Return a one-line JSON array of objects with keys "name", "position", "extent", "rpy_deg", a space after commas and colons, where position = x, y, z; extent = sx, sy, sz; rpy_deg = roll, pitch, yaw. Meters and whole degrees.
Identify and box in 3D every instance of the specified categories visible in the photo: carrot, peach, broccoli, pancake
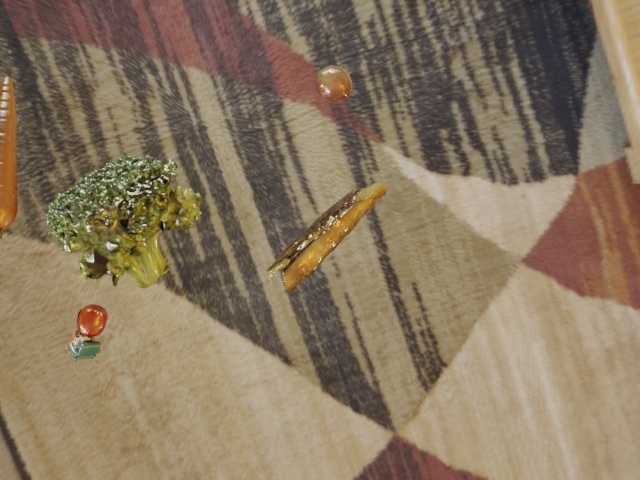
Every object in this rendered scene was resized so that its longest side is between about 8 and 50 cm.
[{"name": "carrot", "position": [-0.585, -0.152, 1.572], "extent": [0.069, 0.069, 0.336], "rpy_deg": [3, 74, -9]}, {"name": "peach", "position": [0.029, -0.341, 1.863], "extent": [0.083, 0.083, 0.083], "rpy_deg": [-1, 98, -8]}, {"name": "broccoli", "position": [-0.442, -0.016, 1.858], "extent": [0.347, 0.293, 0.281], "rpy_deg": [-14, 122, 36]}, {"name": "pancake", "position": [0.000, 0.000, 1.588], "extent": [0.056, 0.212, 0.257], "rpy_deg": [45, 123, -8]}]

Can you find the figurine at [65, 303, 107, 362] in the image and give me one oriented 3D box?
[{"name": "figurine", "position": [-0.510, 0.200, 1.870], "extent": [0.068, 0.075, 0.140], "rpy_deg": [3, 122, -41]}]
